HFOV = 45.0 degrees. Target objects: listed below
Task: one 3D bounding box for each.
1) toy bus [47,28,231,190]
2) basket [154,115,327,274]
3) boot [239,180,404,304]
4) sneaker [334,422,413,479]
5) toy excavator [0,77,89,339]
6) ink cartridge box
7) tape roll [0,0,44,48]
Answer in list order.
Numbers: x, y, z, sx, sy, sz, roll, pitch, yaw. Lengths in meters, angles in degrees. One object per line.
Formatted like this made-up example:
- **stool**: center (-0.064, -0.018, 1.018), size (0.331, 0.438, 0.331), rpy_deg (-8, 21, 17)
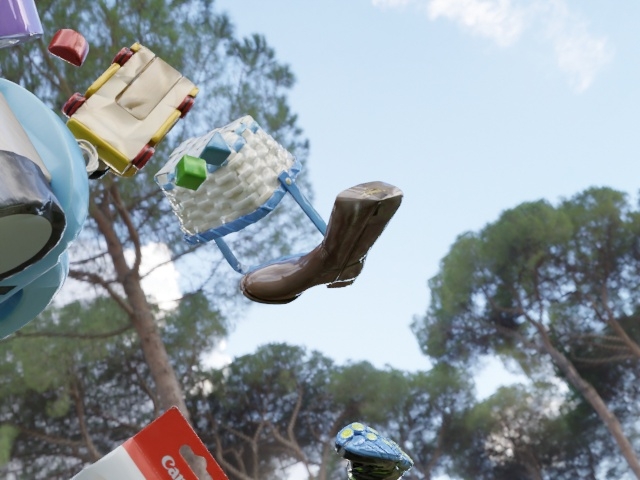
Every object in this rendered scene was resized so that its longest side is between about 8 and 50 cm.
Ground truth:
- **toy bus**: center (-0.222, -0.122, 0.852), size (0.202, 0.191, 0.104), rpy_deg (-2, -28, -38)
- **basket**: center (-0.132, -0.066, 1.405), size (0.255, 0.201, 0.289), rpy_deg (-14, -63, 36)
- **boot**: center (0.000, 0.000, 0.573), size (0.106, 0.037, 0.114), rpy_deg (-11, -30, -28)
- **sneaker**: center (0.066, 0.294, 1.017), size (0.078, 0.067, 0.188), rpy_deg (-49, -33, -5)
- **toy excavator**: center (-0.382, 0.051, 0.744), size (0.433, 0.222, 0.445), rpy_deg (-35, -18, -2)
- **ink cartridge box**: center (-0.194, 0.293, 0.847), size (0.179, 0.145, 0.045), rpy_deg (-37, -7, -4)
- **tape roll**: center (-0.425, -0.257, 0.891), size (0.189, 0.189, 0.080), rpy_deg (-16, -77, -13)
